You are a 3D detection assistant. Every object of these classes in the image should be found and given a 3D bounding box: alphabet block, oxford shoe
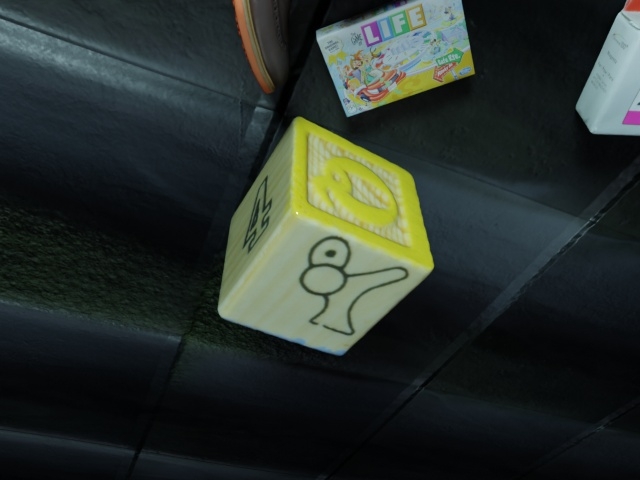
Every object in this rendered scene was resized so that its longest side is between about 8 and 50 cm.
[{"bbox_3d":[0.000,0.000,0.683,0.192,0.193,0.197,22,129,-24],"label":"alphabet block"},{"bbox_3d":[-0.036,-0.265,0.495,0.098,0.097,0.271,-6,134,-5],"label":"oxford shoe"}]

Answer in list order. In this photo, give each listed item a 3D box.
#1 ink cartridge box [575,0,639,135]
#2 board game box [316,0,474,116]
[{"bbox_3d":[0.461,-0.225,0.576,0.275,0.060,0.239,1,135,-4],"label":"ink cartridge box"},{"bbox_3d":[0.085,-0.210,0.596,0.154,0.026,0.103,-16,132,14],"label":"board game box"}]
